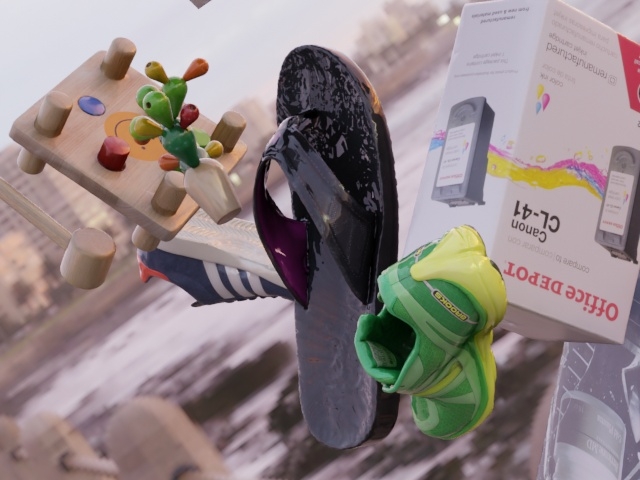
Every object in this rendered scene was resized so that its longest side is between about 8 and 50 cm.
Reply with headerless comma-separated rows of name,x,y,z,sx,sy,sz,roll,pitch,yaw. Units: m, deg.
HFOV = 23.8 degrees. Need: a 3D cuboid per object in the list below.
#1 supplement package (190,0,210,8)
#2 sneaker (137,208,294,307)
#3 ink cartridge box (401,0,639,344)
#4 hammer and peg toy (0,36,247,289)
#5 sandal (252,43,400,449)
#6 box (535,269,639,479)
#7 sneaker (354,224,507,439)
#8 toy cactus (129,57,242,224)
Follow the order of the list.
supplement package,-0.128,-0.411,1.577,0.199,0.262,0.198,-32,1,2
sneaker,-0.127,0.055,2.438,0.131,0.350,0.148,-73,2,-54
ink cartridge box,0.227,-0.067,1.543,0.131,0.226,0.306,1,75,52
hammer and peg toy,-0.273,-0.111,1.979,0.127,0.266,0.361,-57,-3,37
sandal,0.002,0.001,1.626,0.107,0.445,0.168,0,-9,-40
box,0.553,0.285,2.084,0.297,0.471,0.480,0,18,-21
sneaker,0.089,0.086,1.330,0.124,0.109,0.295,-16,-33,-7
toy cactus,-0.141,-0.103,1.699,0.112,0.180,0.219,-31,-12,-13
